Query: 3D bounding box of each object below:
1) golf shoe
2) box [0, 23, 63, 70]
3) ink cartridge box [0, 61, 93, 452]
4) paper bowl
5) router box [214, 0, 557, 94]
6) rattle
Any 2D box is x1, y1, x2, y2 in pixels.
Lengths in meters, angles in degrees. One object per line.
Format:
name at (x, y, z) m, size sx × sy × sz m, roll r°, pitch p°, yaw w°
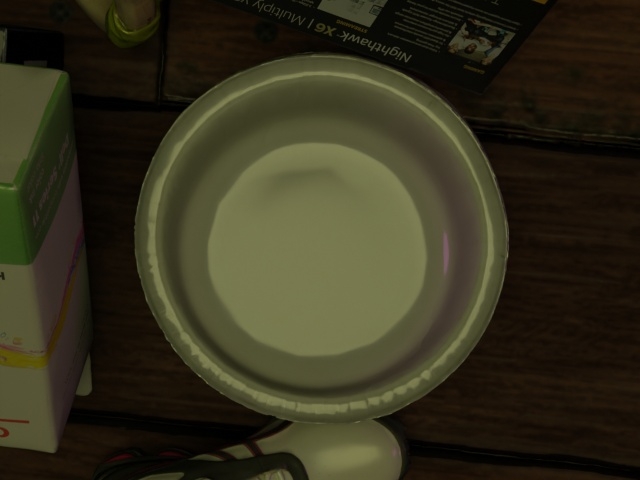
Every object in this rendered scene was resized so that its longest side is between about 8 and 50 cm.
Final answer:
golf shoe at (-0.058, 0.206, 1.017) m, size 0.272 × 0.120 × 0.105 m, roll -14°, pitch 96°, yaw 4°
box at (-0.291, -0.122, 0.959) m, size 0.158 × 0.156 × 0.093 m, roll 6°, pitch 98°, yaw 2°
ink cartridge box at (-0.279, 0.037, 0.909) m, size 0.207 × 0.119 × 0.353 m, roll 7°, pitch 137°, yaw 2°
paper bowl at (0.000, 0.000, 0.969) m, size 0.284 × 0.148 × 0.284 m, roll 1°, pitch 100°, yaw 4°
router box at (0.032, -0.242, 0.848) m, size 0.308 × 0.081 × 0.243 m, roll 17°, pitch 143°, yaw -17°
rattle at (-0.163, -0.256, 0.978) m, size 0.143 × 0.130 × 0.200 m, roll -42°, pitch 68°, yaw -3°
